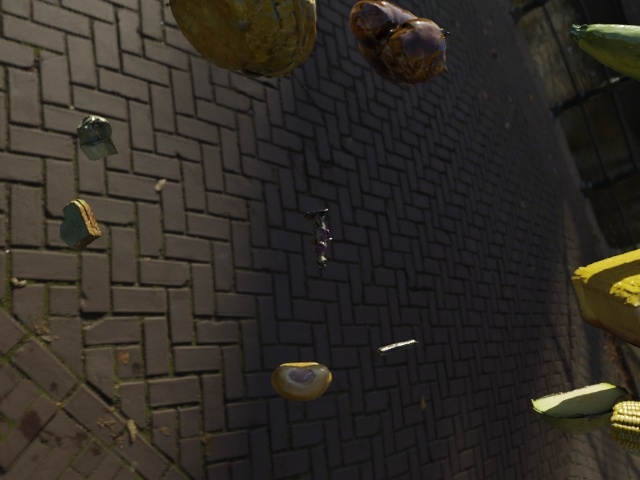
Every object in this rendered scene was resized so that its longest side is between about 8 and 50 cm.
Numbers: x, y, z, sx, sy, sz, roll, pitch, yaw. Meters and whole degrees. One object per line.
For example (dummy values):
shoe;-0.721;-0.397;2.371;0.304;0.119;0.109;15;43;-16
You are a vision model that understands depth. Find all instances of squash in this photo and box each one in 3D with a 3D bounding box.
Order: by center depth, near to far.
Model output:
squash;0.567;0.376;1.173;0.184;0.191;0.085;12;61;-84
squash;0.734;-0.404;1.219;0.118;0.370;0.119;-50;152;-39

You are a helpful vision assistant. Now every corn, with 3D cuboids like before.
corn;0.503;0.270;0.780;0.085;0.165;0.063;1;89;-54

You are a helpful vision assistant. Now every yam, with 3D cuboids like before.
yam;0.229;0.316;1.631;0.129;0.033;0.027;-9;55;-23

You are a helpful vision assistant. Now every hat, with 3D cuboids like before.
hat;-0.678;-0.317;1.695;0.166;0.122;0.081;71;3;-56

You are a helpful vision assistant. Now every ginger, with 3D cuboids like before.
ginger;0.223;-0.476;1.398;0.254;0.176;0.418;37;17;9

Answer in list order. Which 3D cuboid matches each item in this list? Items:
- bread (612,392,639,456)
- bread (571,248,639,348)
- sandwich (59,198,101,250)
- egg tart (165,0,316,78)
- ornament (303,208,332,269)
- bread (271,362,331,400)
bread;0.551;0.316;0.963;0.060;0.066;0.110;64;26;-27
bread;0.710;0.094;1.090;0.333;0.323;0.143;-30;101;-82
sandwich;-0.537;-0.034;1.221;0.035;0.093;0.105;-3;69;-65
egg tart;-0.190;-0.498;1.165;0.169;0.387;0.388;-49;112;-29
ornament;0.000;-0.004;1.866;0.088;0.081;0.203;-8;78;-6
bread;-0.049;0.353;1.390;0.141;0.305;0.091;4;78;-1
